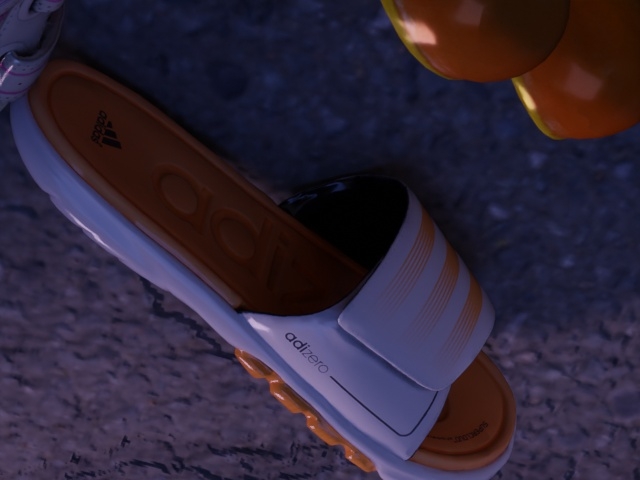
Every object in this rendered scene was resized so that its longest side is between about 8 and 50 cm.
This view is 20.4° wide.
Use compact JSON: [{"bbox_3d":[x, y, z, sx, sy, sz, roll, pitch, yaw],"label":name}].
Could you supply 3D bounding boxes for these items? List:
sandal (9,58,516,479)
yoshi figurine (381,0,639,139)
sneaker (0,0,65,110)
[{"bbox_3d":[-0.002,0.007,0.706,0.265,0.102,0.076,37,125,-23],"label":"sandal"},{"bbox_3d":[0.206,-0.110,0.473,0.362,0.204,0.203,-21,124,22],"label":"yoshi figurine"},{"bbox_3d":[-0.124,-0.105,0.621,0.252,0.103,0.111,-19,131,32],"label":"sneaker"}]
